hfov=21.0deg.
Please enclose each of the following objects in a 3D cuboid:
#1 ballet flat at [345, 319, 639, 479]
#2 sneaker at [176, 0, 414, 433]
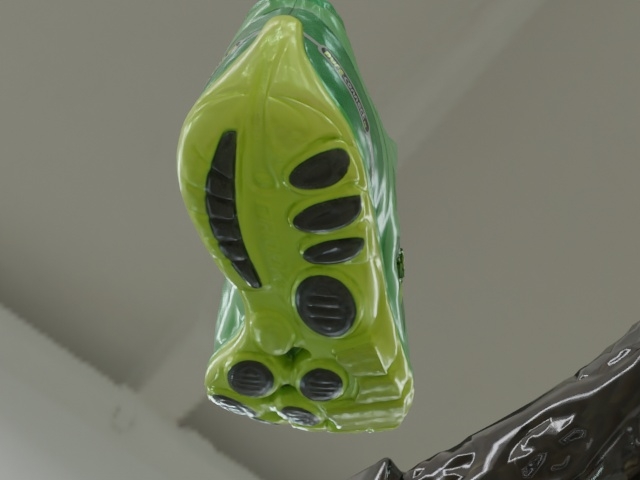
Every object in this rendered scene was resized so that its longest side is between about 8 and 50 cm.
[{"bbox_3d":[0.087,0.041,0.324,0.249,0.084,0.058,-32,-62,4],"label":"ballet flat"},{"bbox_3d":[0.000,0.000,0.829,0.109,0.124,0.295,9,-34,7],"label":"sneaker"}]
